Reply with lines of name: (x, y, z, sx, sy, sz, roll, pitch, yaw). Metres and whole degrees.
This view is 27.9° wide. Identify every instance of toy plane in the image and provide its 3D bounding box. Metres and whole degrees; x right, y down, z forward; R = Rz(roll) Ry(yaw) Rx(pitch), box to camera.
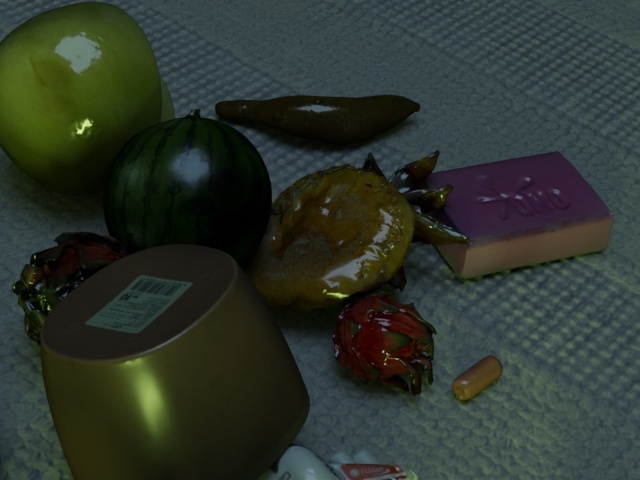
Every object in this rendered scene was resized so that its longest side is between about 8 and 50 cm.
toy plane: (0.006, 0.324, 1.491, 0.252, 0.118, 0.252, 3, 38, -3)

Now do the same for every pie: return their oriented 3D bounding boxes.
pie: (0.000, -0.001, 1.820, 0.273, 0.069, 0.273, -14, 46, 15)

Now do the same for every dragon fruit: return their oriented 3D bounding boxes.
dragon fruit: (0.087, 0.136, 1.722, 0.142, 0.130, 0.121, -3, 9, -9)
dragon fruit: (-0.314, 0.077, 1.687, 0.182, 0.182, 0.188, 23, 36, 18)

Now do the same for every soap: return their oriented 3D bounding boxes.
soap: (0.294, -0.043, 1.967, 0.259, 0.081, 0.181, -10, 44, -19)

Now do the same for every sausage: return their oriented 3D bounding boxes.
sausage: (0.211, 0.185, 1.734, 0.083, 0.034, 0.034, -29, 52, -34)

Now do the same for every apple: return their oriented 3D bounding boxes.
apple: (-0.352, -0.208, 1.924, 0.292, 0.292, 0.254, -22, 77, -28)

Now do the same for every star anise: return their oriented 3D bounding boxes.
star anise: (0.091, -0.034, 1.899, 0.288, 0.088, 0.288, -15, 48, 18)

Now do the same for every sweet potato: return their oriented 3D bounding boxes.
sweet potato: (-0.001, -0.202, 2.121, 0.346, 0.079, 0.108, 1, 13, -4)

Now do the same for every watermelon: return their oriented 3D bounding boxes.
watermelon: (-0.186, -0.055, 1.798, 0.242, 0.242, 0.242, 4, 41, -3)

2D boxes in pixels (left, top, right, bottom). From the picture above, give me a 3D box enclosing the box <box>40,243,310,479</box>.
box: (-0.179, 0.152, 1.524, 0.301, 0.216, 0.301, -12, 27, 6)
